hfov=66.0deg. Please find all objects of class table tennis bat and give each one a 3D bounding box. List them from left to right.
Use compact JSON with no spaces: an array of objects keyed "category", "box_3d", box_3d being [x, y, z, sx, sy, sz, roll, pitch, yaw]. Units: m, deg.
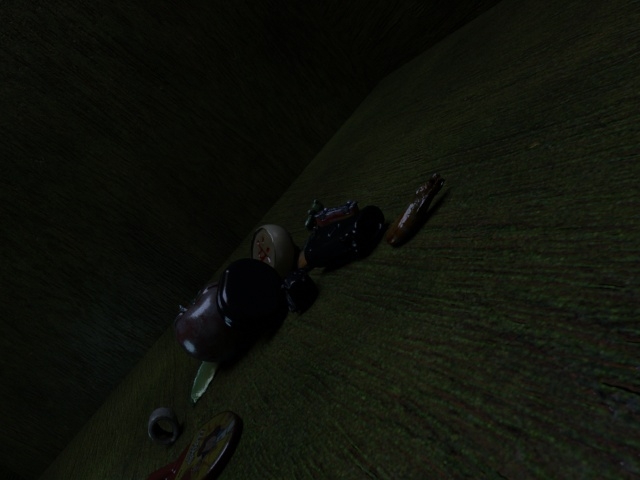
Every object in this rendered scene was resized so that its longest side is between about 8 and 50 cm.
[{"category":"table tennis bat","box_3d":[-0.371,0.639,1.428,0.414,0.051,0.268,-37,18,28]}]

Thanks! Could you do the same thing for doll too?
[{"category":"doll","box_3d":[-0.027,-0.116,2.371,0.150,0.077,0.115,-61,-21,-7]}]

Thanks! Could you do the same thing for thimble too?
[{"category":"thimble","box_3d":[-0.559,0.663,1.761,0.102,0.115,0.090,-53,14,-9]}]

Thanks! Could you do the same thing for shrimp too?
[{"category":"shrimp","box_3d":[0.000,0.000,1.989,0.222,0.054,0.290,-38,21,37]},{"category":"shrimp","box_3d":[0.271,-0.087,1.431,0.249,0.068,0.150,-50,8,11]}]

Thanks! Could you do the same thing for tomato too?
[{"category":"tomato","box_3d":[-0.403,0.309,1.895,0.316,0.282,0.317,-44,11,11]}]

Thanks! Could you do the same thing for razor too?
[{"category":"razor","box_3d":[0.078,-0.007,1.680,0.327,0.107,0.189,-24,27,55]}]

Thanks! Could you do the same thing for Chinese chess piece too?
[{"category":"Chinese chess piece","box_3d":[-0.205,0.056,2.091,0.103,0.250,0.249,-4,-13,-34]}]

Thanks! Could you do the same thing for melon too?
[{"category":"melon","box_3d":[-0.440,0.537,1.927,0.114,0.053,0.262,-14,37,34]}]

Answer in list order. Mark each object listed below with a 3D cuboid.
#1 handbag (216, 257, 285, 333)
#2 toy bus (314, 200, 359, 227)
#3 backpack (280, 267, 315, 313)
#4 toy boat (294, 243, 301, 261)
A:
[{"category":"handbag","box_3d":[-0.246,0.195,1.787,0.308,0.253,0.093,-90,22,-46]},{"category":"toy bus","box_3d":[0.067,-0.094,1.904,0.174,0.077,0.079,-15,17,24]},{"category":"backpack","box_3d":[-0.071,0.157,1.687,0.105,0.120,0.165,-22,21,12]},{"category":"toy boat","box_3d":[-0.136,0.052,2.168,0.226,0.088,0.068,-135,51,-74]}]
